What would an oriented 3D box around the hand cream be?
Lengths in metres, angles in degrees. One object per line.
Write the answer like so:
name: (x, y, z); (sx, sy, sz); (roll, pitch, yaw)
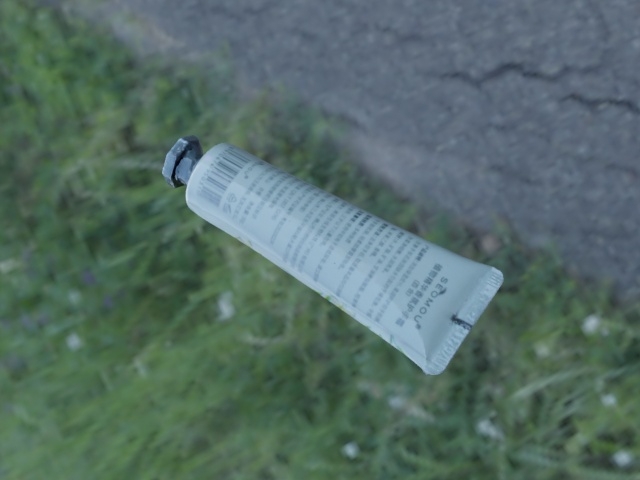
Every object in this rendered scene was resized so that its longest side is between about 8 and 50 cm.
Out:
hand cream: (0.000, 0.000, 0.870); (0.194, 0.067, 0.042); (31, 160, 21)
